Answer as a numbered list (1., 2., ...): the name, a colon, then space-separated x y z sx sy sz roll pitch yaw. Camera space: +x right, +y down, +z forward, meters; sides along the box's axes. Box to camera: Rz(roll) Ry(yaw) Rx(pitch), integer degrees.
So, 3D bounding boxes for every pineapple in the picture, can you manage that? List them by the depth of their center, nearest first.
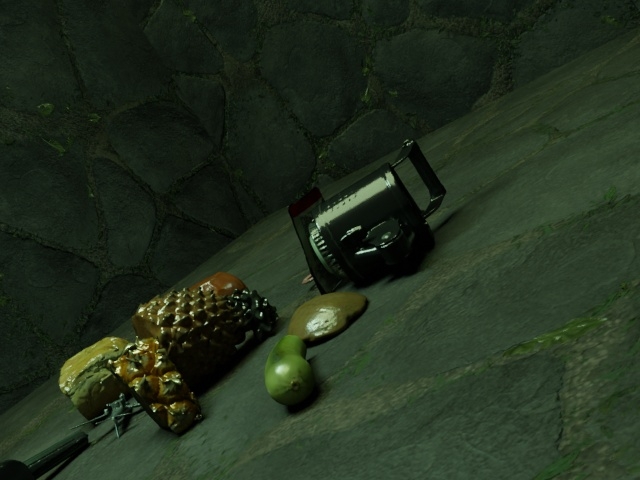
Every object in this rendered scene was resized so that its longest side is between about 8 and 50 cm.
1. pineapple: -0.323 0.306 1.563 0.114 0.236 0.186 -34 -30 -18
2. pineapple: -0.237 0.195 1.794 0.357 0.222 0.223 -16 0 -30

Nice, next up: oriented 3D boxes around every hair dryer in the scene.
1. hair dryer: -0.677 0.531 1.775 0.244 0.116 0.302 -25 0 40

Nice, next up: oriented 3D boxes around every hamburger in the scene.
1. hamburger: -0.585 0.364 2.120 0.209 0.162 0.330 -31 6 -11

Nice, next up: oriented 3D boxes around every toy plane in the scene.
1. toy plane: -0.475 0.405 1.841 0.226 0.058 0.226 -17 7 -6

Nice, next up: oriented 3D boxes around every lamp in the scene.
1. lamp: 0.111 -0.039 1.758 0.272 0.205 0.374 -23 23 28

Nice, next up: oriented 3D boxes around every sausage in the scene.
1. sausage: -0.332 0.195 2.236 0.268 0.141 0.153 -32 9 -5

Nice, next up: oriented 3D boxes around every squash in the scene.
1. squash: -0.054 0.222 1.338 0.083 0.083 0.250 -32 5 -1

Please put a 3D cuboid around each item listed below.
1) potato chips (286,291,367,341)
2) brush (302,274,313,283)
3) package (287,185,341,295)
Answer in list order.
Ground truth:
1. potato chips: 0.001 0.150 1.591 0.195 0.061 0.208 -29 7 7
2. brush: 0.037 0.054 2.053 0.233 0.047 0.103 -40 11 -34
3. package: 0.000 0.000 1.854 0.030 0.239 0.154 -8 20 29
